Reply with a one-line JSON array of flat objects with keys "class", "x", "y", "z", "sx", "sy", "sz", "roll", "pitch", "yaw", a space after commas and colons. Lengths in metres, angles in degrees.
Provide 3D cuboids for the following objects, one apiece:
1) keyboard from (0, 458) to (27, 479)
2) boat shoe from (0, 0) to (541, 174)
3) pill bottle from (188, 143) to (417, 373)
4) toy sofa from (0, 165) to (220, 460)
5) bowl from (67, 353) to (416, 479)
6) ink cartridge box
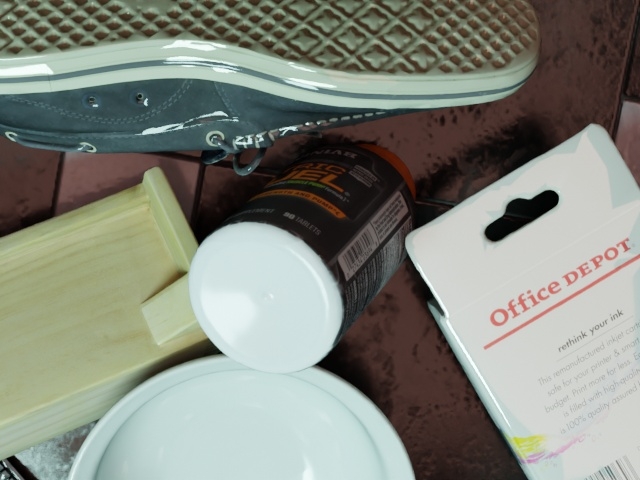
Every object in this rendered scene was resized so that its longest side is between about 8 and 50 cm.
[{"class": "keyboard", "x": -0.332, "y": 0.278, "z": 1.348, "sx": 0.180, "sy": 0.023, "sz": 0.108, "roll": -41, "pitch": 97, "yaw": 3}, {"class": "boat shoe", "x": -0.070, "y": -0.157, "z": 1.234, "sx": 0.500, "sy": 0.156, "sz": 0.186, "roll": -2, "pitch": 58, "yaw": 2}, {"class": "pill bottle", "x": 0.000, "y": 0.000, "z": 1.217, "sx": 0.130, "sy": 0.245, "sz": 0.130, "roll": 9, "pitch": 116, "yaw": 19}, {"class": "toy sofa", "x": -0.266, "y": 0.088, "z": 1.241, "sx": 0.363, "sy": 0.177, "sz": 0.150, "roll": -22, "pitch": 75, "yaw": -15}, {"class": "bowl", "x": -0.071, "y": 0.220, "z": 1.291, "sx": 0.298, "sy": 0.134, "sz": 0.297, "roll": -2, "pitch": 104, "yaw": -6}, {"class": "ink cartridge box", "x": 0.233, "y": 0.095, "z": 1.276, "sx": 0.207, "sy": 0.119, "sz": 0.353, "roll": -30, "pitch": 96, "yaw": 1}]
